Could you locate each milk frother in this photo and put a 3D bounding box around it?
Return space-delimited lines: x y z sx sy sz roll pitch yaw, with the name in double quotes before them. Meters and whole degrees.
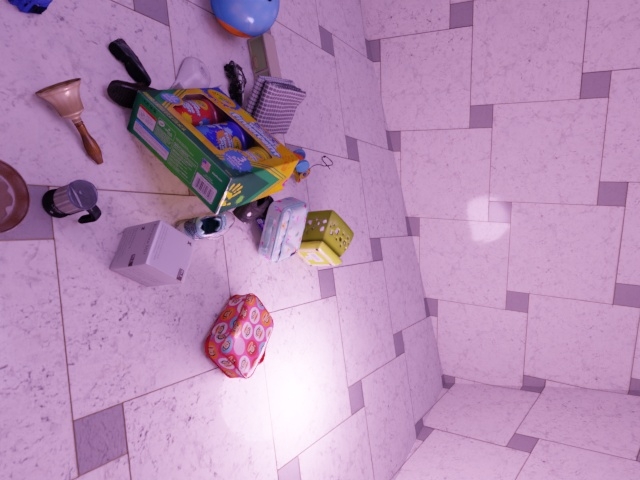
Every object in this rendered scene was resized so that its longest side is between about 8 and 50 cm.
"milk frother" -0.672 -0.130 1.260 0.129 0.134 0.143 39 51 -47

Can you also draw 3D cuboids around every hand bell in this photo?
"hand bell" -0.705 -0.334 1.316 0.126 0.126 0.242 -57 141 -47

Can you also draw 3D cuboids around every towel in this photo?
"towel" -0.205 -0.598 2.015 0.283 0.121 0.235 -19 139 -56

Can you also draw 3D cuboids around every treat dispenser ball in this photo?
"treat dispenser ball" -0.315 -1.008 1.886 0.288 0.288 0.288 20 66 -54

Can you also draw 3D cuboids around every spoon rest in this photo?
"spoon rest" -0.499 -0.614 1.718 0.137 0.084 0.276 61 24 -30

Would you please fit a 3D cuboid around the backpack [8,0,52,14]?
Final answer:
"backpack" -0.791 -0.685 1.226 0.101 0.120 0.098 -34 112 -55

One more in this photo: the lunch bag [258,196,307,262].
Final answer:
"lunch bag" -0.163 -0.040 1.954 0.224 0.107 0.279 -26 134 -60

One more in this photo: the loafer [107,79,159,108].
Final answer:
"loafer" -0.616 -0.490 1.507 0.220 0.080 0.078 1 50 -58

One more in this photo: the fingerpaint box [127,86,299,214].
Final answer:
"fingerpaint box" -0.357 -0.332 1.548 0.445 0.163 0.371 43 35 12

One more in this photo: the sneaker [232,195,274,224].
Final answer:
"sneaker" -0.250 -0.155 1.876 0.109 0.130 0.286 40 23 1

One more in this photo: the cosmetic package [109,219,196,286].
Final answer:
"cosmetic package" -0.521 0.045 1.405 0.151 0.183 0.151 39 50 -46

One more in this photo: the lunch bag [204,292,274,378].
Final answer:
"lunch bag" -0.292 0.377 1.736 0.258 0.120 0.293 59 38 -31

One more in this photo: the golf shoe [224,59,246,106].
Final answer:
"golf shoe" -0.350 -0.675 1.947 0.094 0.077 0.198 -11 93 -58

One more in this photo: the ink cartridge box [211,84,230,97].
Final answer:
"ink cartridge box" -0.407 -0.540 1.836 0.150 0.063 0.109 58 40 -34

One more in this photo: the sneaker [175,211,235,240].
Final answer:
"sneaker" -0.397 -0.054 1.675 0.283 0.122 0.110 -29 106 -59

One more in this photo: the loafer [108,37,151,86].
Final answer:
"loafer" -0.628 -0.601 1.515 0.170 0.062 0.061 56 35 -35

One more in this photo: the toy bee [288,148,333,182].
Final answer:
"toy bee" -0.108 -0.348 2.190 0.298 0.162 0.195 23 41 -18

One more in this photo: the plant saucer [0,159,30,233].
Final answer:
"plant saucer" -0.828 -0.110 1.106 0.198 0.036 0.199 18 68 -54

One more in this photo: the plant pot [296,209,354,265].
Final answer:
"plant pot" 0.000 0.000 2.194 0.228 0.227 0.207 46 52 -43

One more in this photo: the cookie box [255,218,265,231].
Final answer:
"cookie box" -0.233 -0.091 2.016 0.092 0.040 0.107 62 37 -26

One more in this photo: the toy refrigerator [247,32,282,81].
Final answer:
"toy refrigerator" -0.258 -0.813 2.099 0.094 0.102 0.270 -16 97 -57
